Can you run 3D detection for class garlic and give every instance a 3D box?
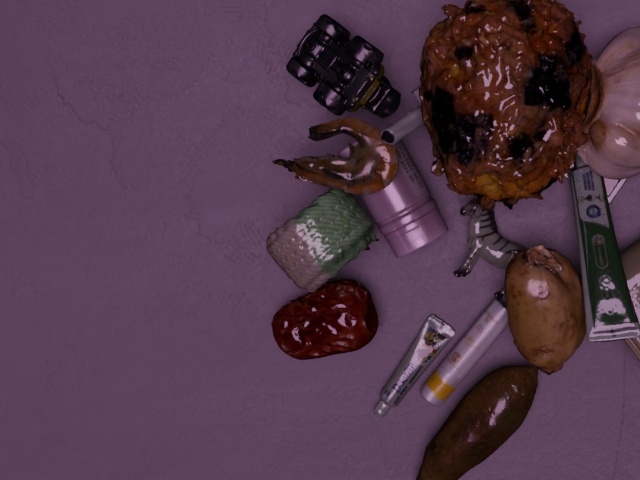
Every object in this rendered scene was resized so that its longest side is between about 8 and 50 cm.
[{"bbox_3d":[0.612,-0.258,1.653,0.203,0.185,0.280,5,85,-28],"label":"garlic"}]

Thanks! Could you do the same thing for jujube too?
[{"bbox_3d":[0.009,0.174,1.859,0.230,0.155,0.155,-23,94,19],"label":"jujube"}]

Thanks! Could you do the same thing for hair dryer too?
[{"bbox_3d":[0.200,-0.234,1.723,0.073,0.236,0.131,-30,93,46],"label":"hair dryer"}]

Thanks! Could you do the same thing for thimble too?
[{"bbox_3d":[0.000,0.000,1.799,0.219,0.219,0.150,-38,91,14],"label":"thimble"}]

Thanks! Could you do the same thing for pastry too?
[{"bbox_3d":[0.331,-0.272,1.599,0.292,0.337,0.404,4,77,47],"label":"pastry"}]

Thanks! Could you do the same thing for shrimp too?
[{"bbox_3d":[0.028,-0.172,1.718,0.254,0.059,0.145,16,106,15],"label":"shrimp"}]

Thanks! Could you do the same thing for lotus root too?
[{"bbox_3d":[0.446,0.144,1.743,0.160,0.146,0.284,-22,119,-19],"label":"lotus root"}]

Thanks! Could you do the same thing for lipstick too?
[{"bbox_3d":[0.310,0.237,1.856,0.059,0.059,0.264,38,103,3],"label":"lipstick"}]

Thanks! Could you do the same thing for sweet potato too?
[{"bbox_3d":[0.312,0.419,1.854,0.131,0.130,0.422,35,105,4],"label":"sweet potato"}]

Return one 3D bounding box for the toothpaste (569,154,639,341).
[{"bbox_3d":[0.538,0.002,1.704,0.099,0.061,0.391,-9,73,16],"label":"toothpaste"}]

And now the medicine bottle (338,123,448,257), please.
[{"bbox_3d":[0.149,-0.101,1.795,0.133,0.133,0.249,-29,91,13],"label":"medicine bottle"}]

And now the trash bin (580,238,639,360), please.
[{"bbox_3d":[0.681,0.102,1.739,0.247,0.121,0.243,-39,91,10],"label":"trash bin"}]

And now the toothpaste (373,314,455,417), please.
[{"bbox_3d":[0.193,0.277,1.898,0.067,0.037,0.255,35,99,4],"label":"toothpaste"}]

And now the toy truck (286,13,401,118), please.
[{"bbox_3d":[0.053,-0.335,1.757,0.147,0.165,0.224,-54,51,13],"label":"toy truck"}]

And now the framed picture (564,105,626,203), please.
[{"bbox_3d":[0.544,-0.181,1.771,0.183,0.011,0.142,32,103,5],"label":"framed picture"}]

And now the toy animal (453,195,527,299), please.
[{"bbox_3d":[0.360,0.016,1.806,0.217,0.073,0.176,29,101,-2],"label":"toy animal"}]
